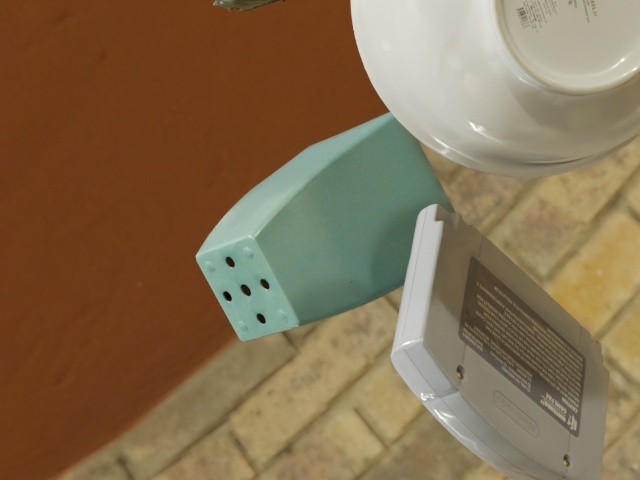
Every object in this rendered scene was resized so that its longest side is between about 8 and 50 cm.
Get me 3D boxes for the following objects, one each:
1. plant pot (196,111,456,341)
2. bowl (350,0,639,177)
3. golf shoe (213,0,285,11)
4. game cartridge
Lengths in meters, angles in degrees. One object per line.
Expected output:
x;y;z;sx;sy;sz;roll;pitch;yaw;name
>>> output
0.000;0.000;1.512;0.234;0.166;0.165;-35;-80;-40;plant pot
0.181;-0.187;1.104;0.298;0.134;0.297;-2;-81;-10;bowl
0.021;-0.260;0.930;0.273;0.120;0.105;-43;-83;-7;golf shoe
0.181;0.121;1.412;0.060;0.196;0.294;-25;-51;35;game cartridge
